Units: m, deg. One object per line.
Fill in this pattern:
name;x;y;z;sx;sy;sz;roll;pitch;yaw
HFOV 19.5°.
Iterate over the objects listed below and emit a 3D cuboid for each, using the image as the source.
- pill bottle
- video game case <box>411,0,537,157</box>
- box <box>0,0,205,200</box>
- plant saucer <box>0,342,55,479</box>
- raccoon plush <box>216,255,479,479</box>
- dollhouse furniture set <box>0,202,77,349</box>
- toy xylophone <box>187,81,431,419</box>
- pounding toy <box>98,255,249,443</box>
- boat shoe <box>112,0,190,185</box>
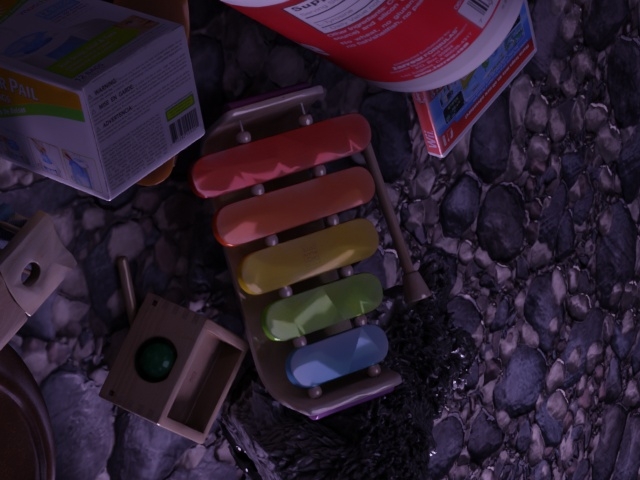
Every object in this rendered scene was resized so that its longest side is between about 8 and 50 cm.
pill bottle;0.002;-0.292;1.658;0.407;0.229;0.229;22;88;-55
video game case;0.154;-0.260;2.053;0.204;0.025;0.285;-48;139;-28
box;-0.208;-0.125;1.480;0.114;0.203;0.103;-38;133;-35
plant saucer;-0.334;0.218;1.576;0.310;0.050;0.311;-13;107;-47
raccoon plush;0.109;0.230;1.904;0.299;0.446;0.216;-31;150;-15
dollhouse furniture set;-0.309;-0.013;1.463;0.129;0.129;0.184;-51;142;-24
toy xylophone;0.000;0.000;1.820;0.236;0.081;0.323;-27;99;-30
pounding toy;-0.151;0.105;1.780;0.130;0.100;0.141;-65;155;-6
boat shoe;-0.153;-0.156;1.665;0.073;0.073;0.207;-84;-178;-68
